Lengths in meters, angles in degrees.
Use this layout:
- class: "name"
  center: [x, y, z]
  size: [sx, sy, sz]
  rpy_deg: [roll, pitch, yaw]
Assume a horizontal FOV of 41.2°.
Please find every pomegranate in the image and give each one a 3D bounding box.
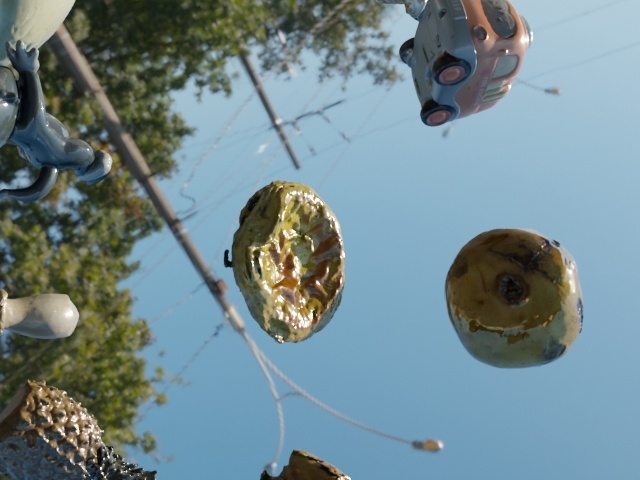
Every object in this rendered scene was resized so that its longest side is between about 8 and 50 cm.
- class: "pomegranate"
  center: [0.341, 0.102, 1.509]
  size: [0.261, 0.260, 0.260]
  rpy_deg: [-22, -159, 9]

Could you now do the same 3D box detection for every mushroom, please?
- class: "mushroom"
  center: [-0.590, 0.153, 1.747]
  size: [0.088, 0.213, 0.097]
  rpy_deg: [44, -69, 42]

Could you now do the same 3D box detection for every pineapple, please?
- class: "pineapple"
  center: [-0.504, 0.441, 1.747]
  size: [0.202, 0.362, 0.202]
  rpy_deg: [-47, -161, 21]

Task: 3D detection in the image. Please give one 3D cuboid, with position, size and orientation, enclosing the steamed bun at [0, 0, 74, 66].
- class: "steamed bun"
  center: [-0.518, -0.446, 1.365]
  size: [0.312, 0.333, 0.233]
  rpy_deg: [1, -163, 30]

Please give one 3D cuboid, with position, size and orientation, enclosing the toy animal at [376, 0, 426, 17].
- class: "toy animal"
  center: [0.052, -0.383, 1.064]
  size: [0.104, 0.185, 0.184]
  rpy_deg: [-56, -146, 7]

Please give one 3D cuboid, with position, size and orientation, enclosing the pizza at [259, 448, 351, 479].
- class: "pizza"
  center: [-0.046, 0.453, 1.243]
  size: [0.435, 0.080, 0.392]
  rpy_deg: [1, -151, 20]

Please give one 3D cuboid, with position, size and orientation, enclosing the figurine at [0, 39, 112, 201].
- class: "figurine"
  center: [-0.390, -0.128, 1.016]
  size: [0.193, 0.265, 0.140]
  rpy_deg: [-18, -138, 35]

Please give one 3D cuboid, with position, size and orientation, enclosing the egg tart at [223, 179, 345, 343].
- class: "egg tart"
  center: [-0.055, 0.030, 1.235]
  size: [0.106, 0.241, 0.241]
  rpy_deg: [-3, -150, 37]

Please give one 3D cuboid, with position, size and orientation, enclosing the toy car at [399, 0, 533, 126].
- class: "toy car"
  center: [0.277, -0.345, 1.580]
  size: [0.213, 0.270, 0.180]
  rpy_deg: [-9, -118, -9]
